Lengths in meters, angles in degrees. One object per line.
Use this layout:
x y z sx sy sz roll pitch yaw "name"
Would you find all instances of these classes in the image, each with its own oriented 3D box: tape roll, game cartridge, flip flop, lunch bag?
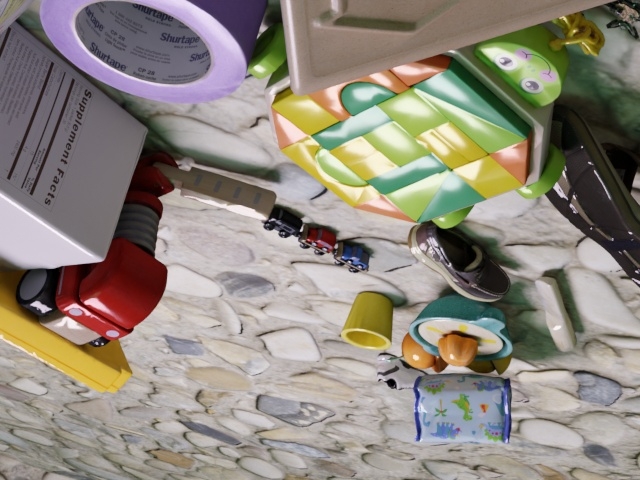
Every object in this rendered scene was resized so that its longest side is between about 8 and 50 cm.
-0.147 -0.206 1.127 0.189 0.080 0.189 11 156 5 "tape roll"
-0.378 0.033 1.547 0.052 0.324 0.285 -44 131 9 "game cartridge"
0.306 -0.035 1.233 0.277 0.080 0.112 43 165 -16 "flip flop"
0.192 0.220 1.699 0.128 0.096 0.151 0 -172 9 "lunch bag"

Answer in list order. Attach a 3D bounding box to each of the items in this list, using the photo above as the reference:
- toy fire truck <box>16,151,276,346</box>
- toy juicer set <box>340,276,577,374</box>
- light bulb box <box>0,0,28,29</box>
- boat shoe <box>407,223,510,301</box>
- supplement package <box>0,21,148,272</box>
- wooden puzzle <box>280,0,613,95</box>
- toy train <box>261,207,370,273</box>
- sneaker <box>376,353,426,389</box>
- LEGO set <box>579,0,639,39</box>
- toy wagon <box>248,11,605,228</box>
-0.194 -0.005 1.444 0.246 0.217 0.158 -22 139 30 "toy fire truck"
0.205 0.136 1.651 0.329 0.089 0.209 -9 147 40 "toy juicer set"
-0.341 -0.181 0.857 0.225 0.361 0.358 44 153 -15 "light bulb box"
0.169 0.027 1.479 0.152 0.056 0.049 28 157 -28 "boat shoe"
-0.357 -0.111 1.324 0.177 0.175 0.293 -6 148 36 "supplement package"
0.119 -0.237 0.798 0.322 0.080 0.348 -17 159 -5 "wooden puzzle"
0.000 0.000 1.551 0.158 0.027 0.036 27 142 -25 "toy train"
0.122 0.210 1.910 0.109 0.044 0.040 29 150 -33 "sneaker"
0.240 -0.190 1.030 0.083 0.023 0.054 17 157 28 "LEGO set"
0.099 -0.123 1.136 0.267 0.068 0.344 37 148 -24 "toy wagon"
